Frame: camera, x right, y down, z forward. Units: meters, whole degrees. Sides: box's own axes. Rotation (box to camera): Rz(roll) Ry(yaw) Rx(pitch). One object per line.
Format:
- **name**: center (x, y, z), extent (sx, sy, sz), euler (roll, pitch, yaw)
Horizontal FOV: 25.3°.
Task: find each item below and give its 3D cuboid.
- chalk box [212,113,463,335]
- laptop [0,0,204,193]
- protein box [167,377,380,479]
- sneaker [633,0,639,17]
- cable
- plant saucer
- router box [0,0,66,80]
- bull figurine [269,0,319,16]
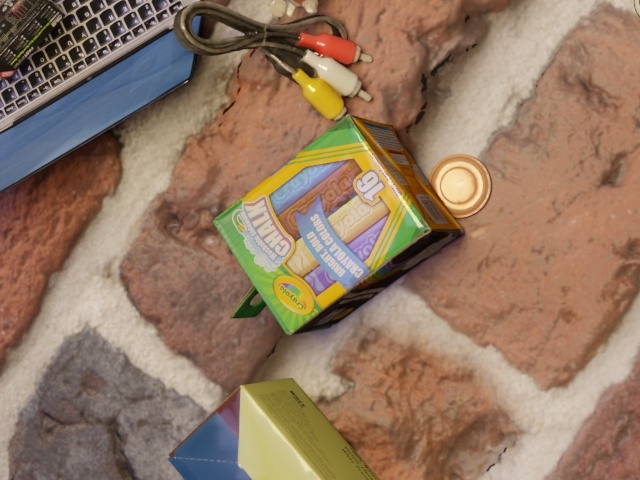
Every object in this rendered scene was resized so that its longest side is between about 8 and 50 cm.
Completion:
- **chalk box**: center (0.000, 0.000, 1.798), extent (0.289, 0.180, 0.179), euler (-36, 79, 15)
- **laptop**: center (-0.370, -0.279, 1.895), extent (0.382, 0.236, 0.407), euler (-28, 80, 13)
- **protein box**: center (-0.051, 0.294, 1.794), extent (0.136, 0.201, 0.200), euler (-44, 77, 11)
- **sneaker**: center (0.495, -0.297, 1.709), extent (0.235, 0.097, 0.084), euler (5, 89, 17)
- **cable**: center (-0.048, -0.255, 1.805), extent (0.072, 0.287, 0.139), euler (-2, 69, 49)
- **plant saucer**: center (0.179, -0.070, 1.838), extent (0.084, 0.013, 0.083), euler (0, 88, 17)
- **router box**: center (-0.407, -0.281, 1.881), extent (0.122, 0.038, 0.092), euler (-48, 50, -3)
- **bull figurine**: center (-0.117, -0.373, 1.801), extent (0.310, 0.188, 0.101), euler (14, 115, -21)
